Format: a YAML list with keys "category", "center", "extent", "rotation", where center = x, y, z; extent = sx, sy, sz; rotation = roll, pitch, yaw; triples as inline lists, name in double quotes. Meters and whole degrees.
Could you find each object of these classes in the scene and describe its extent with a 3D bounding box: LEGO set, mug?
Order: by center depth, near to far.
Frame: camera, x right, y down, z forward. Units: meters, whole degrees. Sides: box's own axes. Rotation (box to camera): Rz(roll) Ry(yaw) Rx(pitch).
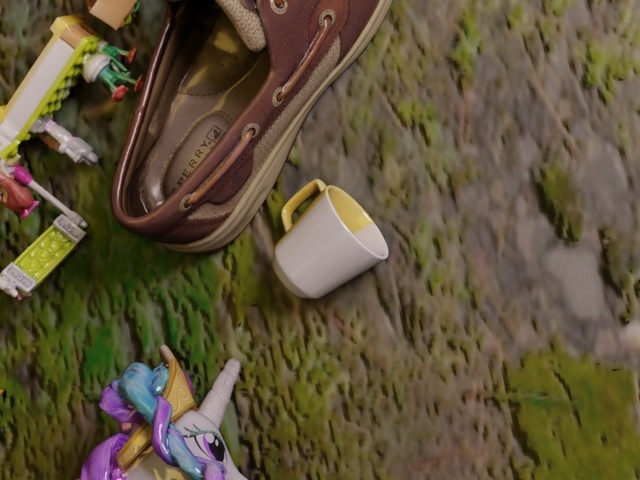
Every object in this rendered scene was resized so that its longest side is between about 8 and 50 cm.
- category: "mug"
  center: [0.002, 0.003, 0.852]
  extent: [0.064, 0.078, 0.062]
  rotation: [-41, 107, 18]
- category: "LEGO set"
  center: [-0.190, -0.064, 0.888]
  extent: [0.107, 0.132, 0.287]
  rotation: [39, 72, 0]

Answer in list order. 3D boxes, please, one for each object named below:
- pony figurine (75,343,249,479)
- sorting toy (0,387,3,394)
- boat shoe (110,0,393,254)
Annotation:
- category: "pony figurine"
  center: [-0.105, 0.267, 0.755]
  extent: [0.351, 0.302, 0.363]
  rotation: [-31, 70, -26]
- category: "sorting toy"
  center: [-0.272, 0.139, 0.922]
  extent: [0.083, 0.045, 0.075]
  rotation: [13, 95, 17]
- category: "boat shoe"
  center: [-0.044, -0.151, 0.840]
  extent: [0.123, 0.123, 0.342]
  rotation: [31, 93, 17]
